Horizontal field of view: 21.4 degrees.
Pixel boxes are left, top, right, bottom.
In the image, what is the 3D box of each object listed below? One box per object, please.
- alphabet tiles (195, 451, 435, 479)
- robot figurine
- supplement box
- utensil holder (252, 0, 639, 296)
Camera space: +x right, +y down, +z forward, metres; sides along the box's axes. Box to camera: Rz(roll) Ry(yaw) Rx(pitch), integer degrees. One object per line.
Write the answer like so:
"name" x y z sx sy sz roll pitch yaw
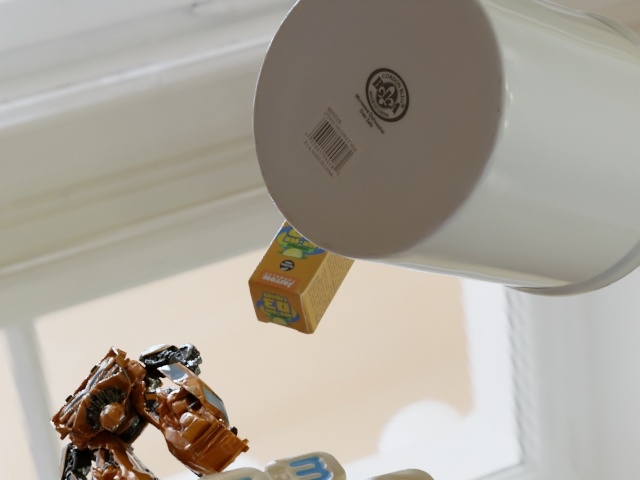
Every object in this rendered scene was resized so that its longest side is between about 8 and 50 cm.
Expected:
"alphabet tiles" -0.002 0.270 1.434 0.284 0.278 0.021 -134 -141 -56
"robot figurine" -0.183 0.196 1.701 0.085 0.211 0.291 43 -6 -28
"supplement box" 0.000 0.000 2.042 0.078 0.233 0.080 14 -37 22
"utensil holder" 0.165 -0.116 1.785 0.327 0.385 0.328 -5 -99 36
